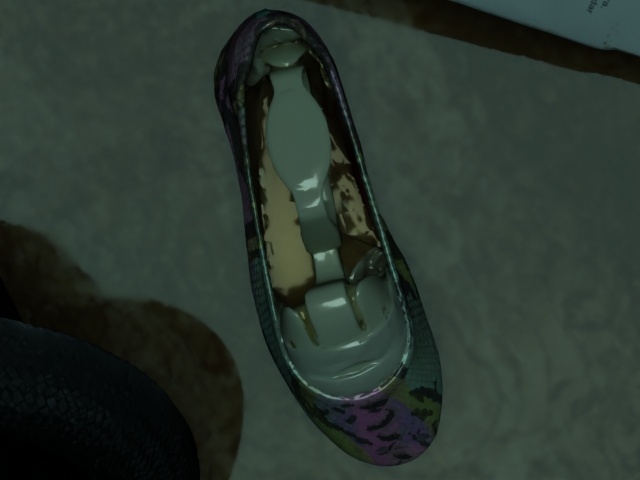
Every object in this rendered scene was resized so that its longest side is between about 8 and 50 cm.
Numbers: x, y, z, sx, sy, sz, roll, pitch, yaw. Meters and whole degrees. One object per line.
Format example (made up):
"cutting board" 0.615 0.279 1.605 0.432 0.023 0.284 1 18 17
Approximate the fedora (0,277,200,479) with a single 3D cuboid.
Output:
"fedora" -0.220 0.098 0.744 0.334 0.334 0.152 -20 52 2

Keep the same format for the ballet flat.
"ballet flat" 0.000 0.000 0.792 0.077 0.079 0.221 -16 89 1

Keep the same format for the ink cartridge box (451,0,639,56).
"ink cartridge box" 0.095 -0.255 0.718 0.330 0.071 0.324 16 119 -11
